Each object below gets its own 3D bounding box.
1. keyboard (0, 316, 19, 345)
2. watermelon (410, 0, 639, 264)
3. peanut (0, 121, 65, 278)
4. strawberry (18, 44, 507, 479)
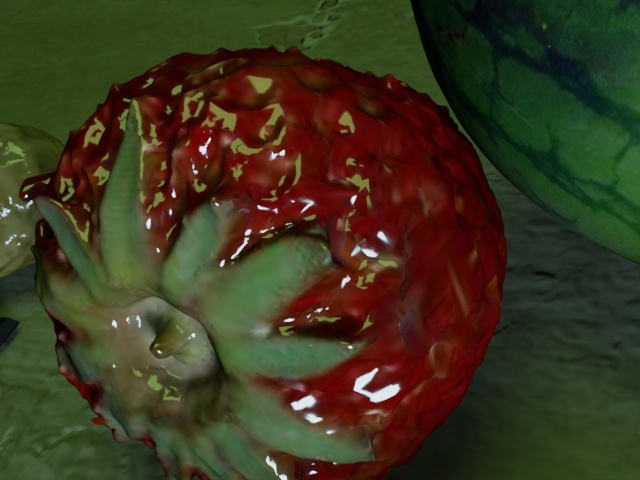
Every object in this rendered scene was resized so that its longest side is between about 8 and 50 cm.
[{"bbox_3d":[-0.238,0.105,0.539,0.063,0.010,0.198,5,40,26],"label":"keyboard"},{"bbox_3d":[0.214,-0.138,0.460,0.363,0.363,0.363,-8,37,6],"label":"watermelon"},{"bbox_3d":[-0.253,-0.015,0.627,0.226,0.095,0.108,-8,34,8],"label":"peanut"},{"bbox_3d":[0.000,0.000,0.475,0.205,0.205,0.244,11,27,28],"label":"strawberry"}]
